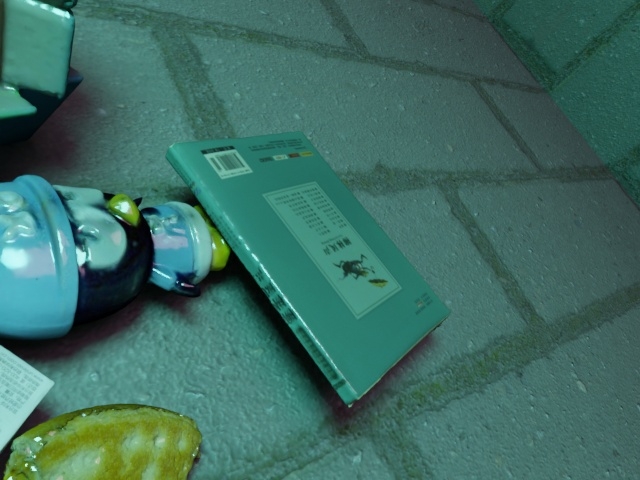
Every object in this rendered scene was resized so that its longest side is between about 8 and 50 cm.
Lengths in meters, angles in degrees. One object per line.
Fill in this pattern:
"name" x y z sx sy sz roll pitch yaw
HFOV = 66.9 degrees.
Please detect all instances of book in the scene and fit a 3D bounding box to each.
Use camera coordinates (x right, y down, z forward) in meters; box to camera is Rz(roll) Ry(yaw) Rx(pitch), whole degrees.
"book" 0.000 0.000 0.654 0.264 0.031 0.379 -21 69 -49

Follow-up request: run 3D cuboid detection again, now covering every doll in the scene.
"doll" -0.246 0.008 0.508 0.314 0.141 0.177 -9 50 -46

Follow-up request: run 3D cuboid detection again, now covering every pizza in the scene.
"pizza" -0.182 0.246 0.420 0.188 0.062 0.198 26 50 -49

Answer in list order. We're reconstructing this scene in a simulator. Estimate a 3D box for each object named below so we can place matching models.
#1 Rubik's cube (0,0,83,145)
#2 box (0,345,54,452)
"Rubik's cube" -0.406 -0.235 0.426 0.369 0.358 0.387 15 36 -17
"box" -0.331 0.113 0.356 0.199 0.081 0.135 42 23 -14
